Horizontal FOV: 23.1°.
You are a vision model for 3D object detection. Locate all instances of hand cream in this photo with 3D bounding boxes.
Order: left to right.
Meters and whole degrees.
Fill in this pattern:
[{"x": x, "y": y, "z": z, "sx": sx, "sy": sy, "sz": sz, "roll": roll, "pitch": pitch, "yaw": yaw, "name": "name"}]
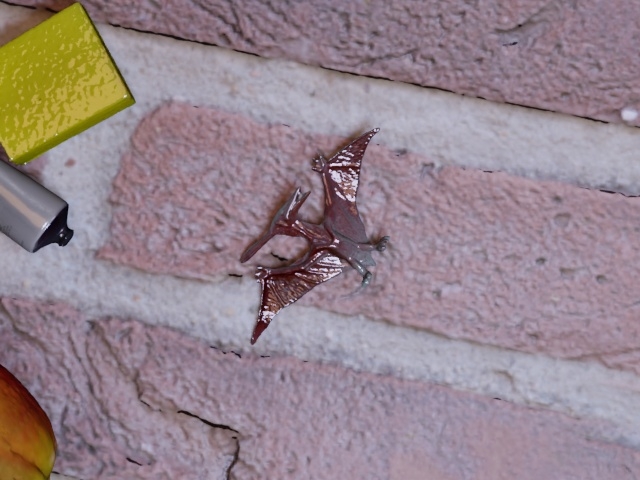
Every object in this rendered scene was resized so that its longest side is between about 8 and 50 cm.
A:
[{"x": -0.295, "y": -0.053, "z": 1.360, "sx": 0.186, "sy": 0.087, "sz": 0.054, "roll": 35, "pitch": 56, "yaw": 1, "name": "hand cream"}]

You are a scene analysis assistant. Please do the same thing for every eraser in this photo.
[{"x": -0.238, "y": -0.136, "z": 1.368, "sx": 0.122, "sy": 0.045, "sz": 0.097, "roll": -28, "pitch": 88, "yaw": 2, "name": "eraser"}]

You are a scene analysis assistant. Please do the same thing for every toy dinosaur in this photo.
[{"x": 0.000, "y": 0.000, "z": 1.358, "sx": 0.108, "sy": 0.032, "sz": 0.220, "roll": 28, "pitch": 92, "yaw": 1, "name": "toy dinosaur"}]

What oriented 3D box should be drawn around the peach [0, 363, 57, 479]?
[{"x": -0.391, "y": 0.207, "z": 1.228, "sx": 0.373, "sy": 0.372, "sz": 0.289, "roll": 3, "pitch": 69, "yaw": 3, "name": "peach"}]
